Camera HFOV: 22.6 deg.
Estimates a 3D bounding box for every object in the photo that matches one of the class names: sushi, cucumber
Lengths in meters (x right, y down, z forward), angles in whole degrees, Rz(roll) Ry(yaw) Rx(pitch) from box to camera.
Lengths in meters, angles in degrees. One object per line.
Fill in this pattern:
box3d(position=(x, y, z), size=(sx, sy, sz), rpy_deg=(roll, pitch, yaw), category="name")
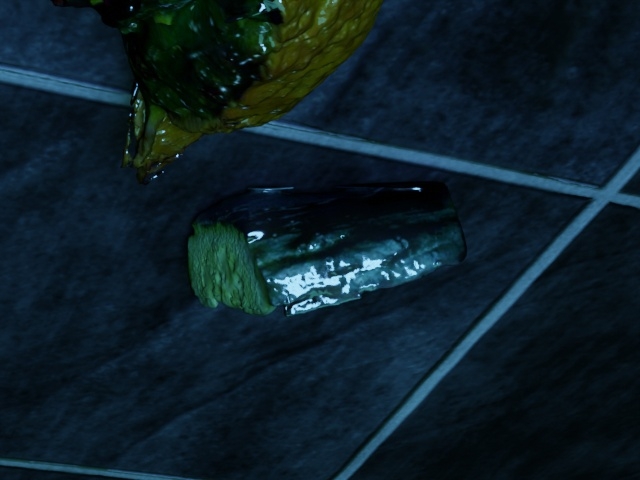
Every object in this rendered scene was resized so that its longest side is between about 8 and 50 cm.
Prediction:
box3d(position=(-0.062, -0.133, 0.855), size=(0.140, 0.149, 0.287), rpy_deg=(-26, 178, -26), category="sushi")
box3d(position=(0.000, 0.000, 1.108), size=(0.193, 0.085, 0.115), rpy_deg=(-7, -171, -2), category="cucumber")
